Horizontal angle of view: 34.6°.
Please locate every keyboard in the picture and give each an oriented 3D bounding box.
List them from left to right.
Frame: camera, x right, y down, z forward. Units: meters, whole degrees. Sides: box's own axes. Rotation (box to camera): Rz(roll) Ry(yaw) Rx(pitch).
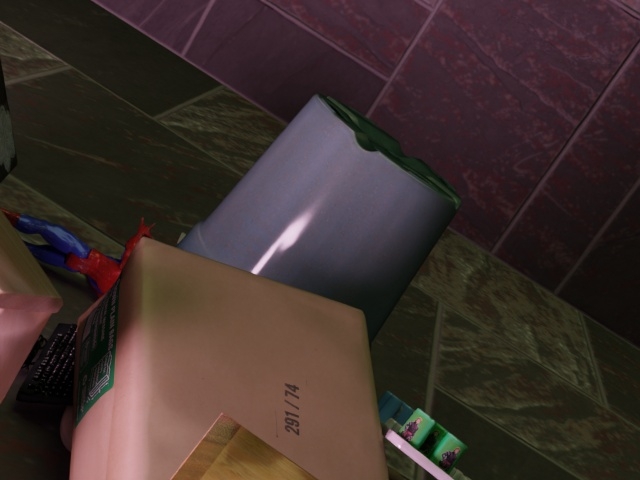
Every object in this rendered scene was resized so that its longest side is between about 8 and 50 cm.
[{"bbox_3d":[-0.308,0.131,1.193,0.100,0.038,0.192,2,18,-2],"label":"keyboard"}]

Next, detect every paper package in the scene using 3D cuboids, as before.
[{"bbox_3d":[-0.095,0.201,1.062,0.309,0.168,0.324,21,43,-29],"label":"paper package"}]

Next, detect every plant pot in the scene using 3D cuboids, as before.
[{"bbox_3d":[0.000,0.000,1.435,0.341,0.334,0.341,36,13,-10],"label":"plant pot"}]

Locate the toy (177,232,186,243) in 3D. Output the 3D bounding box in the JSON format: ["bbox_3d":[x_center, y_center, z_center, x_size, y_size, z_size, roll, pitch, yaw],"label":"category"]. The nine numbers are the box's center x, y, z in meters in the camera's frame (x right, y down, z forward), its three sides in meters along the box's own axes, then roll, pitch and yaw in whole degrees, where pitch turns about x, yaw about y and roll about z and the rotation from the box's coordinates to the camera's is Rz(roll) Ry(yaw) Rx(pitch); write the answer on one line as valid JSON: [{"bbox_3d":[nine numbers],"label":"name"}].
[{"bbox_3d":[-0.140,0.087,1.637,0.237,0.056,0.137,34,19,-11],"label":"toy"}]

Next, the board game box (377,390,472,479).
[{"bbox_3d":[0.230,0.323,1.241,0.390,0.050,0.390,38,-5,2],"label":"board game box"}]

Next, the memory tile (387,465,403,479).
[{"bbox_3d":[0.080,0.346,1.394,0.148,0.012,0.113,14,25,-44],"label":"memory tile"}]

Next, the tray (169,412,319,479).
[{"bbox_3d":[-0.051,0.292,0.696,0.203,0.411,0.076,34,48,5],"label":"tray"}]

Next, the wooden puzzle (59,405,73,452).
[{"bbox_3d":[-0.138,0.204,1.287,0.322,0.080,0.348,30,18,-11],"label":"wooden puzzle"}]

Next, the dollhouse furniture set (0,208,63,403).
[{"bbox_3d":[-0.449,0.078,0.794,0.394,0.256,0.362,12,27,-49],"label":"dollhouse furniture set"}]

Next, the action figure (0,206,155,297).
[{"bbox_3d":[-0.345,0.000,1.453,0.280,0.091,0.139,29,27,-12],"label":"action figure"}]

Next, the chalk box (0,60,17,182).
[{"bbox_3d":[-0.513,-0.130,1.275,0.179,0.180,0.289,-3,20,1],"label":"chalk box"}]
